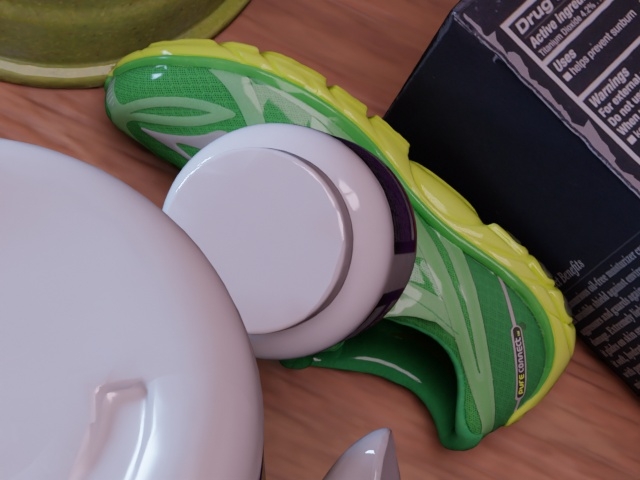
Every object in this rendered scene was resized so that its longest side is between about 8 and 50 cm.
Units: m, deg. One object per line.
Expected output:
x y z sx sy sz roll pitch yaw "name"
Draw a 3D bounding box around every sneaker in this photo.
0.000 0.000 1.058 0.295 0.109 0.123 37 66 1 "sneaker"

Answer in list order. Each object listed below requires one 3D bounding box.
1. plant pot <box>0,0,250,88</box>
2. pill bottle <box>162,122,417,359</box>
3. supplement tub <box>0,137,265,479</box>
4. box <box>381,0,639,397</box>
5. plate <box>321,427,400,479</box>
-0.129 -0.254 1.034 0.276 0.254 0.276 4 71 -11 "plant pot"
-0.015 0.000 0.924 0.108 0.193 0.108 0 90 8 "pill bottle"
-0.139 0.133 0.844 0.241 0.331 0.241 0 61 0 "supplement tub"
0.244 -0.079 1.096 0.294 0.183 0.296 46 68 3 "box"
-0.005 0.246 0.898 0.045 0.277 0.278 9 70 8 "plate"
